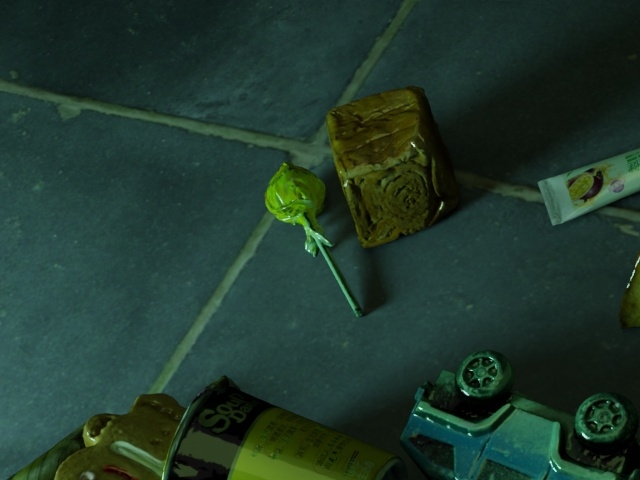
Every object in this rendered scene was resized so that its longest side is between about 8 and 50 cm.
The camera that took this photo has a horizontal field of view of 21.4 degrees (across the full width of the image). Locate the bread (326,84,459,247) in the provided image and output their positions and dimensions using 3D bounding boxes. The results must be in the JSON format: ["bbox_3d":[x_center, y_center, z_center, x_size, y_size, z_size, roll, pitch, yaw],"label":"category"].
[{"bbox_3d":[0.091,-0.099,2.197,0.149,0.158,0.143,-21,47,9],"label":"bread"}]

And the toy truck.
[{"bbox_3d":[0.234,0.235,1.849,0.279,0.155,0.156,19,68,33],"label":"toy truck"}]

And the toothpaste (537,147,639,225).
[{"bbox_3d":[0.432,-0.100,2.139,0.314,0.056,0.058,-20,4,8],"label":"toothpaste"}]

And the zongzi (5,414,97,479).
[{"bbox_3d":[-0.369,0.303,2.058,0.205,0.094,0.204,-10,47,9],"label":"zongzi"}]

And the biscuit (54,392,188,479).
[{"bbox_3d":[-0.218,0.270,2.005,0.184,0.035,0.249,26,42,21],"label":"biscuit"}]

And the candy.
[{"bbox_3d":[-0.001,0.002,2.216,0.077,0.073,0.262,-38,52,12],"label":"candy"}]

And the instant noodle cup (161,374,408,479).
[{"bbox_3d":[-0.035,0.281,1.891,0.236,0.215,0.215,12,56,20],"label":"instant noodle cup"}]

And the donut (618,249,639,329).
[{"bbox_3d":[0.469,-0.021,1.989,0.112,0.151,0.295,27,63,26],"label":"donut"}]
